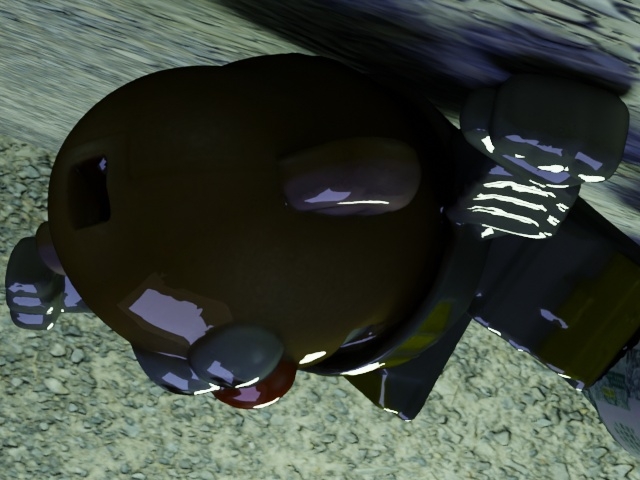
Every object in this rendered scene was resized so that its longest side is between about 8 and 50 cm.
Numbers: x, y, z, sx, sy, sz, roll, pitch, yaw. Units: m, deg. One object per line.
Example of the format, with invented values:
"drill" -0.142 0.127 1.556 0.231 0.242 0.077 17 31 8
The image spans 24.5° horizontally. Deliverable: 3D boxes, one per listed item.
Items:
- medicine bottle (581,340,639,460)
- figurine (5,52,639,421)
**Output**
"medicine bottle" 0.230 0.068 0.778 0.141 0.141 0.293 20 176 -12
"figurine" -0.001 -0.001 0.699 0.285 0.342 0.167 20 -138 -48
